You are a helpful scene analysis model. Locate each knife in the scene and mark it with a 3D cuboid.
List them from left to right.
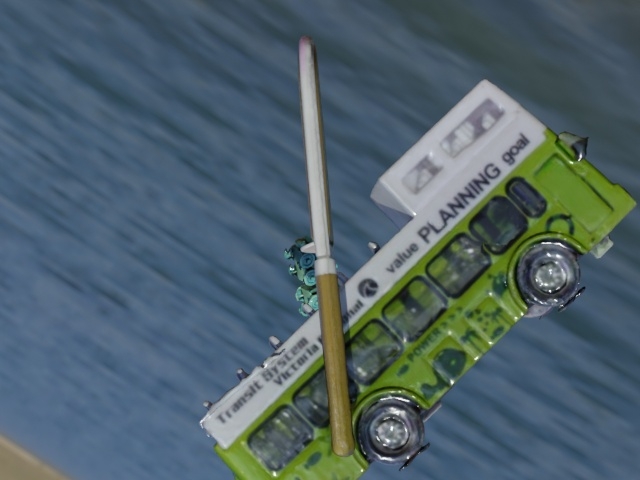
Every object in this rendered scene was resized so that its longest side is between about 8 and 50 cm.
[{"bbox_3d":[-0.001,0.000,1.019,0.022,0.256,0.046,-7,170,6],"label":"knife"}]

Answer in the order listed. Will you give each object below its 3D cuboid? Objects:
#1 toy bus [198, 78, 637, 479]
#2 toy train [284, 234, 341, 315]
[{"bbox_3d":[0.051,0.045,1.092,0.139,0.301,0.113,45,174,4],"label":"toy bus"},{"bbox_3d":[-0.001,0.033,1.493,0.029,0.045,0.092,38,148,48],"label":"toy train"}]
